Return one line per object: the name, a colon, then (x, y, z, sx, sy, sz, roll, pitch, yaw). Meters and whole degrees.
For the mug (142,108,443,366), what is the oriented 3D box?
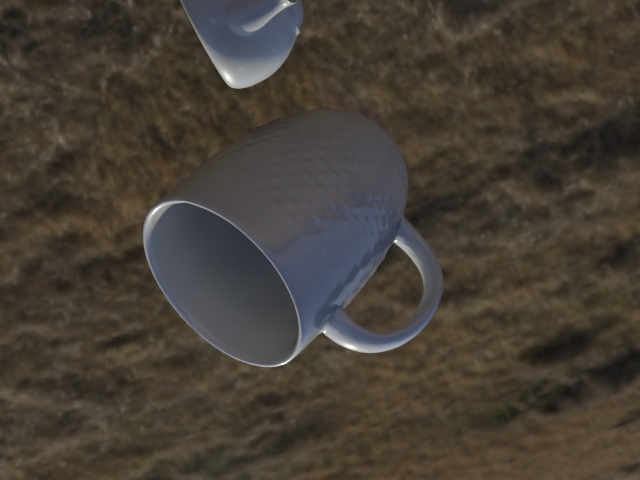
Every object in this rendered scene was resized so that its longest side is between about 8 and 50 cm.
mug: (0.000, 0.000, 1.646, 0.328, 0.374, 0.276, -43, 168, -36)

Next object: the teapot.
teapot: (-0.112, -0.382, 1.916, 0.187, 0.256, 0.252, -27, 151, 3)
